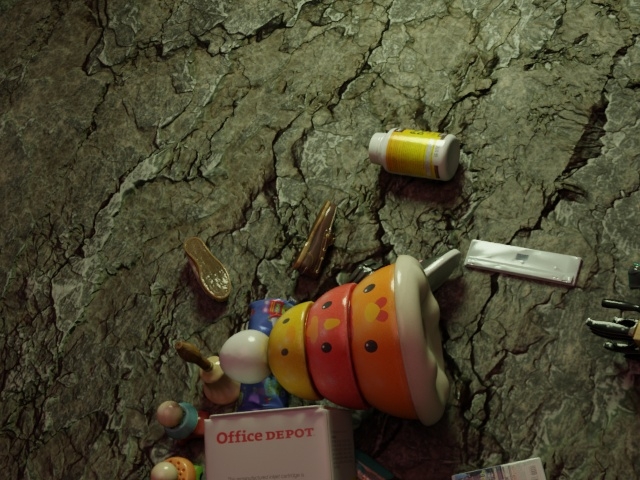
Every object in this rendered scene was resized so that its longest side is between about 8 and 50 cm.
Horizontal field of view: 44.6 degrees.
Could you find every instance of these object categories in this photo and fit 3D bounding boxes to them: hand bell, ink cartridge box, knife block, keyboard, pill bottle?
[{"bbox_3d":[-0.274,0.286,1.819,0.126,0.242,0.126,-11,58,18],"label":"hand bell"},{"bbox_3d":[-0.072,0.538,1.573,0.279,0.160,0.384,-9,75,20],"label":"ink cartridge box"},{"bbox_3d":[0.660,0.172,1.492,0.242,0.275,0.088,26,72,2],"label":"knife block"},{"bbox_3d":[0.460,0.048,1.788,0.256,0.014,0.072,11,61,28],"label":"keyboard"},{"bbox_3d":[0.235,-0.221,1.978,0.215,0.117,0.117,11,66,28],"label":"pill bottle"}]

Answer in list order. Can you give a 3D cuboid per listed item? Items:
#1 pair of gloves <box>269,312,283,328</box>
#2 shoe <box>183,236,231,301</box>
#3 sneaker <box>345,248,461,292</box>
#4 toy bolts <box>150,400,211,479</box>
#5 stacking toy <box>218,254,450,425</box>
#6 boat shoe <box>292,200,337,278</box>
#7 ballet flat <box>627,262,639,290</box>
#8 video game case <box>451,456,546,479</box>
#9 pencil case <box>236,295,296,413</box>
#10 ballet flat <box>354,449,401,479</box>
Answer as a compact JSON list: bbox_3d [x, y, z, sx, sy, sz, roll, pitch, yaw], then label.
[{"bbox_3d":[-0.030,0.241,1.809,0.198,0.023,0.159,0,65,-25],"label":"pair of gloves"},{"bbox_3d":[-0.296,0.082,2.072,0.077,0.058,0.219,-24,56,-16],"label":"shoe"},{"bbox_3d":[0.179,0.080,1.829,0.296,0.104,0.146,-37,59,5],"label":"sneaker"},{"bbox_3d":[-0.288,0.463,1.771,0.218,0.158,0.228,-25,55,8],"label":"toy bolts"},{"bbox_3d":[0.011,0.236,1.643,0.480,0.350,0.350,-11,58,13],"label":"stacking toy"},{"bbox_3d":[0.000,0.000,1.985,0.073,0.073,0.206,26,74,-6],"label":"boat shoe"},{"bbox_3d":[0.735,0.103,1.607,0.203,0.074,0.074,16,68,23],"label":"ballet flat"},{"bbox_3d":[0.366,0.542,1.527,0.184,0.023,0.201,-17,57,14],"label":"video game case"},{"bbox_3d":[-0.118,0.284,1.832,0.133,0.119,0.306,16,58,-18],"label":"pencil case"},{"bbox_3d":[0.138,0.525,1.612,0.241,0.091,0.077,31,107,38],"label":"ballet flat"}]
